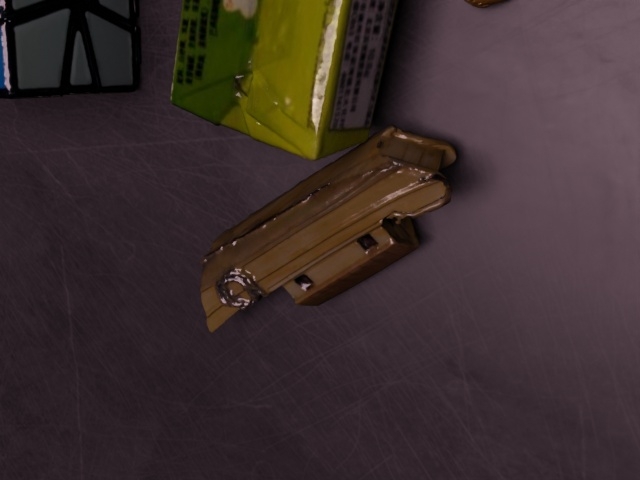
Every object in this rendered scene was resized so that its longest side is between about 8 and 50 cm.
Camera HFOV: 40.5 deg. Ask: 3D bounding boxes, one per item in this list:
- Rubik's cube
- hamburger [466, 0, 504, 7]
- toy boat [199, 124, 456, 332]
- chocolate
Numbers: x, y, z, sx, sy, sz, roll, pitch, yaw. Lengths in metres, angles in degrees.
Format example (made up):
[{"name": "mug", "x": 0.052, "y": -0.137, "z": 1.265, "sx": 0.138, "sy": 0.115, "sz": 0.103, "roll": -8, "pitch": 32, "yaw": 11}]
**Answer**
[{"name": "Rubik's cube", "x": -0.452, "y": -0.348, "z": 1.239, "sx": 0.283, "sy": 0.293, "sz": 0.288, "roll": 4, "pitch": 100, "yaw": 22}, {"name": "hamburger", "x": 0.227, "y": -0.392, "z": 1.005, "sx": 0.124, "sy": 0.131, "sz": 0.262, "roll": 43, "pitch": 119, "yaw": 11}, {"name": "toy boat", "x": 0.000, "y": 0.000, "z": 1.193, "sx": 0.445, "sy": 0.136, "sz": 0.162, "roll": -30, "pitch": 112, "yaw": 28}, {"name": "chocolate", "x": -0.042, "y": -0.281, "z": 1.109, "sx": 0.289, "sy": 0.137, "sz": 0.301, "roll": 26, "pitch": 112, "yaw": 39}]
